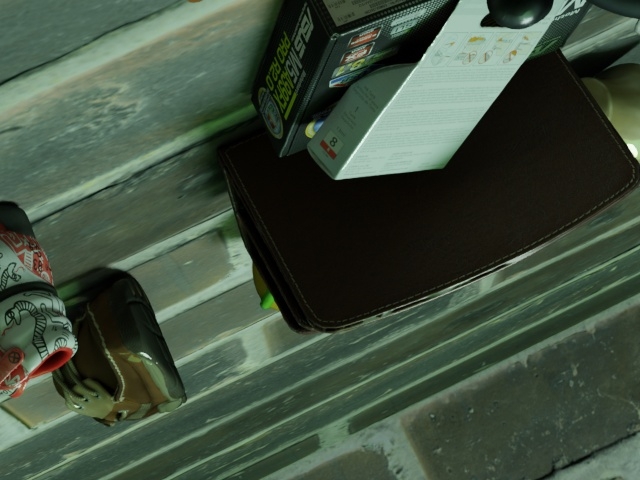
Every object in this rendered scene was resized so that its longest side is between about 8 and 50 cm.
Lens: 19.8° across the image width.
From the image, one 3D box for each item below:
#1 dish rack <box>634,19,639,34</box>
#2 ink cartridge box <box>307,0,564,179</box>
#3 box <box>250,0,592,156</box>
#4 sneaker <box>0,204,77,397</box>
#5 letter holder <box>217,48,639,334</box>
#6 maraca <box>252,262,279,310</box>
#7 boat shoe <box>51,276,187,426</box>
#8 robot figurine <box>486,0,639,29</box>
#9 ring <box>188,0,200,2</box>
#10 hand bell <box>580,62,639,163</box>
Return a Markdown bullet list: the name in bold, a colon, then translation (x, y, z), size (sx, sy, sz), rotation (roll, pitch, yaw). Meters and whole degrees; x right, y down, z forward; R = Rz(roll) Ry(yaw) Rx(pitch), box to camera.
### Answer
- **dish rack**: translation (0.426, -0.283, 1.575), size (0.333, 0.072, 0.285), rotation (-33, 164, 23)
- **ink cartridge box**: translation (0.086, -0.125, 1.377), size (0.145, 0.045, 0.179), rotation (-9, 139, -51)
- **box**: translation (0.093, -0.172, 1.385), size (0.270, 0.060, 0.216), rotation (-22, 165, -19)
- **sneaker**: translation (-0.293, 0.057, 1.335), size (0.090, 0.145, 0.270), rotation (-36, 163, 35)
- **letter holder**: translation (0.100, -0.021, 1.557), size (0.302, 0.214, 0.152), rotation (-25, 148, -8)
- **maraca**: translation (0.000, 0.000, 1.784), size (0.186, 0.099, 0.127), rotation (-48, 180, -39)
- **boat shoe**: translation (-0.207, 0.130, 1.822), size (0.120, 0.122, 0.324), rotation (-22, 165, -6)
- **robot figurine**: translation (0.205, -0.217, 1.103), size (0.209, 0.173, 0.278), rotation (0, -171, 7)
- **ring**: translation (-0.001, -0.231, 1.061), size (0.336, 0.032, 0.336), rotation (-25, 166, -7)
- **hand bell**: translation (0.228, -0.131, 1.760), size (0.126, 0.126, 0.242), rotation (-35, 152, 32)
